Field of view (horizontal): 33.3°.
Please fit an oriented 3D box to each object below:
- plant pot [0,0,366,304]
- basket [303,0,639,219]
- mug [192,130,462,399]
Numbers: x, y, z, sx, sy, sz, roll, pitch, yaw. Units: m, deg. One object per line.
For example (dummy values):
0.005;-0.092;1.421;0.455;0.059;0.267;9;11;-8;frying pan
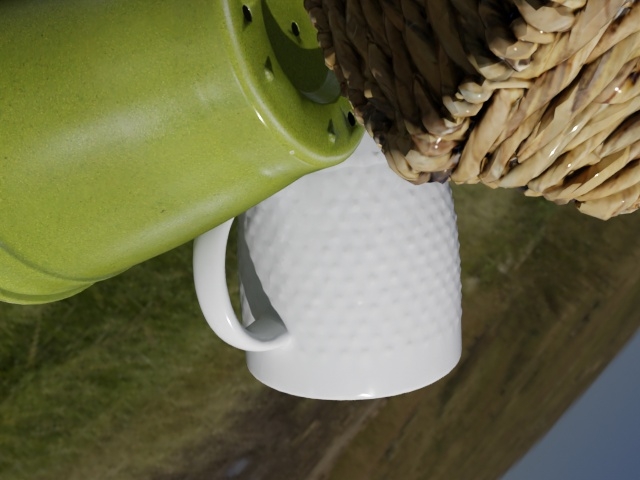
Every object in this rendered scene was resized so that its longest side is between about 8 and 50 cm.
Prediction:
-0.156;-0.150;0.968;0.352;0.367;0.366;-12;-171;31;plant pot
0.124;-0.162;0.484;0.223;0.299;0.213;3;145;-27;basket
0.000;0.000;1.278;0.374;0.276;0.328;-20;114;-43;mug
